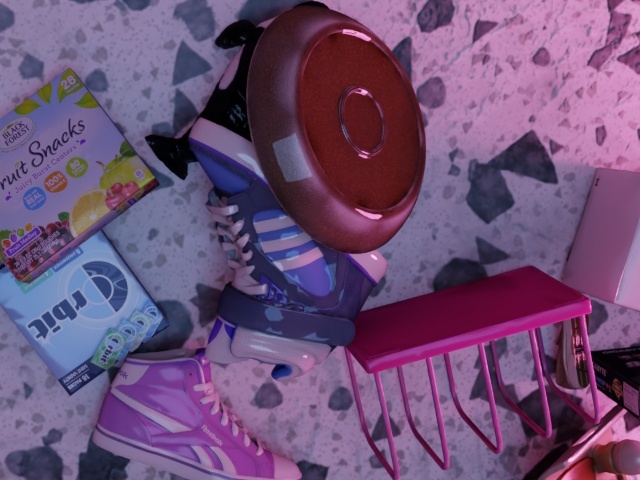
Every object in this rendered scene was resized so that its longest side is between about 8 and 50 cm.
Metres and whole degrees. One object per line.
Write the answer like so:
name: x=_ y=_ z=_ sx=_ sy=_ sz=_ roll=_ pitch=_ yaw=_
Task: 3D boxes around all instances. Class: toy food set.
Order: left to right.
toy food set: x=0.409 y=0.393 z=1.769 sx=0.219 sy=0.092 sz=0.306 roll=-27 pitch=100 yaw=-50

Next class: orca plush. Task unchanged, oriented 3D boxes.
orca plush: x=-0.089 y=-0.190 z=1.631 sx=0.287 sy=0.102 sz=0.151 roll=-30 pitch=104 yaw=-5

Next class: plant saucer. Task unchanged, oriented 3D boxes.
plant saucer: x=0.036 y=-0.140 z=1.592 sx=0.310 sy=0.050 sz=0.311 roll=18 pitch=66 yaw=-46

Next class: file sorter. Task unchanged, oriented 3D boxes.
file sorter: x=0.190 y=0.172 z=1.702 sx=0.290 sy=0.202 sz=0.182 roll=-15 pitch=104 yaw=-9

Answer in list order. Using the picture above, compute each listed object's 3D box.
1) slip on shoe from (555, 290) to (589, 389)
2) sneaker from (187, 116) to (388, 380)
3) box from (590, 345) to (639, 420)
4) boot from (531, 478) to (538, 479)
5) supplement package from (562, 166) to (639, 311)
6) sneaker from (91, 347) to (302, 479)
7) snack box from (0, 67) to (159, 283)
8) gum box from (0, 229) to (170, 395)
slip on shoe: x=0.342 y=0.137 z=1.809 sx=0.051 sy=0.041 sz=0.135 roll=-3 pitch=88 yaw=-46
sneaker: x=-0.090 y=0.033 z=1.606 sx=0.323 sy=0.130 sz=0.236 roll=41 pitch=84 yaw=-24
box: x=0.496 y=0.185 z=1.779 sx=0.220 sy=0.175 sz=0.051 roll=-5 pitch=102 yaw=-10
boot: x=0.358 y=0.498 z=1.855 sx=0.222 sy=0.118 sz=0.338 roll=7 pitch=102 yaw=-21
supplement package: x=0.505 y=0.028 z=1.750 sx=0.293 sy=0.177 sz=0.175 roll=16 pitch=93 yaw=-13
sneaker: x=-0.136 y=0.229 z=1.699 sx=0.282 sy=0.102 sz=0.161 roll=20 pitch=92 yaw=-14
snack box: x=-0.330 y=-0.077 z=1.598 sx=0.207 sy=0.070 sz=0.174 roll=-37 pitch=86 yaw=-4
gum box: x=-0.307 y=0.077 z=1.666 sx=0.157 sy=0.041 sz=0.184 roll=-36 pitch=104 yaw=-4
